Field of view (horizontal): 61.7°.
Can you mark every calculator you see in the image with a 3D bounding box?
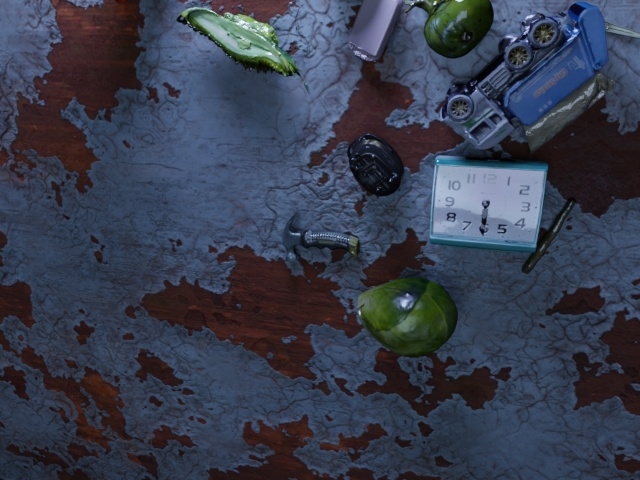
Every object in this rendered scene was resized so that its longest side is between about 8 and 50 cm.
[{"bbox_3d":[0.125,-0.506,1.246,0.100,0.032,0.175,40,123,25],"label":"calculator"}]

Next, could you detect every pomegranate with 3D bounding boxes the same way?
[{"bbox_3d":[0.277,-0.497,1.170,0.191,0.131,0.152,45,123,1],"label":"pomegranate"}]

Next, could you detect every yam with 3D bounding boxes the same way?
[{"bbox_3d":[0.584,-0.007,1.375,0.029,0.027,0.234,19,120,-4],"label":"yam"}]

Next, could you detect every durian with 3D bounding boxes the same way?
[{"bbox_3d":[-0.175,-0.480,1.324,0.375,0.106,0.132,27,118,4],"label":"durian"}]

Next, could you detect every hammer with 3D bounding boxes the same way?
[{"bbox_3d":[0.000,0.000,1.549,0.227,0.041,0.158,8,119,14],"label":"hammer"}]

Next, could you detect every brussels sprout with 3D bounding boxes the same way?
[{"bbox_3d":[0.233,0.208,1.487,0.272,0.219,0.210,3,128,38],"label":"brussels sprout"}]

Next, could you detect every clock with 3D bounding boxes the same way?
[{"bbox_3d":[0.413,-0.097,1.343,0.263,0.116,0.231,5,112,13],"label":"clock"}]

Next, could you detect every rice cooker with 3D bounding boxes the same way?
[{"bbox_3d":[0.142,-0.192,1.375,0.112,0.106,0.165,-35,112,32],"label":"rice cooker"}]

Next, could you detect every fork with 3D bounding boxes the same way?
[{"bbox_3d":[0.690,-0.432,1.132,0.220,0.028,0.034,20,123,6],"label":"fork"}]

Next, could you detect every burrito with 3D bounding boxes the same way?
[{"bbox_3d":[0.553,-0.297,1.221,0.087,0.060,0.226,43,119,-15],"label":"burrito"}]

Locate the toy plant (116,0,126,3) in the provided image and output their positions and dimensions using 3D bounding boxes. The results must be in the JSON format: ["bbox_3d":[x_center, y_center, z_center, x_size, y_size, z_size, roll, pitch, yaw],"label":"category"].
[{"bbox_3d":[-0.453,-0.642,1.159,0.185,0.400,0.279,-29,105,29],"label":"toy plant"}]

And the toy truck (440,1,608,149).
[{"bbox_3d":[0.441,-0.361,1.177,0.175,0.146,0.367,44,119,-12],"label":"toy truck"}]
